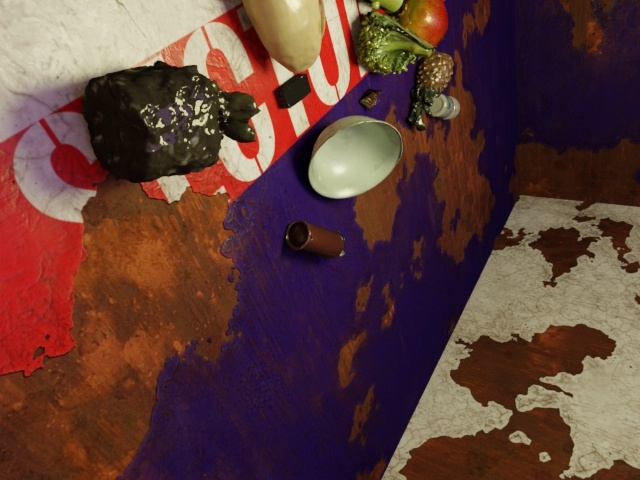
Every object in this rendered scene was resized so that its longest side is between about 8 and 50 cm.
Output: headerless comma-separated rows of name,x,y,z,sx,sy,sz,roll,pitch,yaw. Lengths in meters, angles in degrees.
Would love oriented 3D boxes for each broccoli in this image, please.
broccoli,0.232,-0.624,1.596,0.242,0.273,0.180,-19,147,-50

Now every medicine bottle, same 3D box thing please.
medicine bottle,0.548,-0.600,2.151,0.168,0.105,0.105,-12,109,-54

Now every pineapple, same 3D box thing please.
pineapple,0.447,-0.610,1.989,0.170,0.141,0.309,2,106,-80

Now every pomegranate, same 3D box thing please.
pomegranate,0.344,-0.789,1.730,0.235,0.210,0.210,15,86,-17

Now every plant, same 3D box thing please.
plant,-0.281,-0.246,0.956,0.312,0.215,0.213,-33,129,-41

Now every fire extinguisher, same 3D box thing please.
fire extinguisher,0.000,0.000,1.545,0.269,0.105,0.104,15,87,-55

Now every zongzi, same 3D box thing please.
zongzi,0.185,-0.507,1.683,0.067,0.073,0.083,30,72,-35

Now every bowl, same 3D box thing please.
bowl,0.088,-0.290,1.508,0.313,0.313,0.146,38,23,-53

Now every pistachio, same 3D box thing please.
pistachio,-0.084,-0.575,1.178,0.187,0.188,0.299,-60,143,-25

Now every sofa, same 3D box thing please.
sofa,-0.077,-0.423,1.359,0.118,0.039,0.060,-49,134,-36

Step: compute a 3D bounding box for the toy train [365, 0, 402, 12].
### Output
toy train,0.164,-0.836,1.526,0.307,0.126,0.189,-16,120,-54
